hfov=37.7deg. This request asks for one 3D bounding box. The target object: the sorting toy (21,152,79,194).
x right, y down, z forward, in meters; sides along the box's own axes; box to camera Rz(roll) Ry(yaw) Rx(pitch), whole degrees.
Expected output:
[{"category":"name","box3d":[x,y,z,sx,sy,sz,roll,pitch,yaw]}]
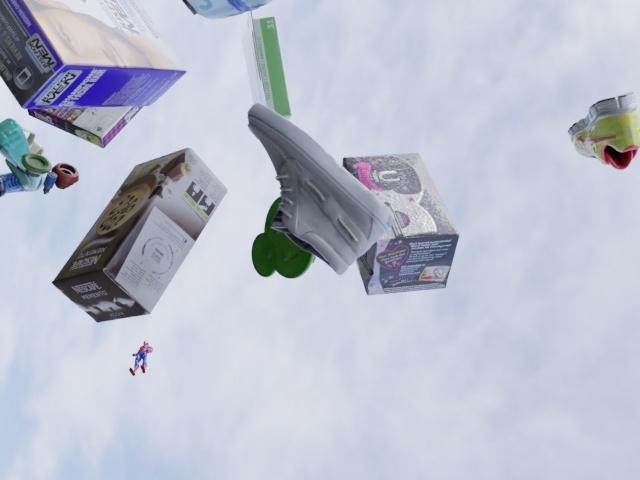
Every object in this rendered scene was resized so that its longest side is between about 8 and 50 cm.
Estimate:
[{"category":"sorting toy","box3d":[-0.462,-0.109,1.593,0.042,0.102,0.061,-58,-149,29]}]

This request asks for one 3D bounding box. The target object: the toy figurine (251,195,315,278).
[{"category":"toy figurine","box3d":[0.000,0.000,1.481,0.173,0.159,0.130,-38,-117,46]}]

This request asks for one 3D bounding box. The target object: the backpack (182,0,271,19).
[{"category":"backpack","box3d":[-0.099,-0.430,1.164,0.273,0.355,0.290,-1,-53,27]}]

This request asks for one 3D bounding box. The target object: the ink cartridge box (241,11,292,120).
[{"category":"ink cartridge box","box3d":[-0.085,-0.280,1.518,0.235,0.056,0.171,155,-74,-80]}]

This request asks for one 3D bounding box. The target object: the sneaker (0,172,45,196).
[{"category":"sneaker","box3d":[-0.702,-0.130,2.138,0.152,0.084,0.058,-1,-75,32]}]

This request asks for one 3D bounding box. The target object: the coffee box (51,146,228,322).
[{"category":"coffee box","box3d":[-0.314,-0.010,1.652,0.168,0.119,0.297,-12,-140,43]}]

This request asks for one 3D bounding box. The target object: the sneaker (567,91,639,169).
[{"category":"sneaker","box3d":[0.424,-0.144,1.387,0.208,0.081,0.094,49,24,-79]}]

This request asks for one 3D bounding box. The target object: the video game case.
[{"category":"video game case","box3d":[-0.518,-0.331,2.156,0.210,0.232,0.042,24,-36,14]}]

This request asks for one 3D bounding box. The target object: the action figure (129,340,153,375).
[{"category":"action figure","box3d":[-0.363,0.234,1.908,0.115,0.038,0.030,-92,162,-70]}]

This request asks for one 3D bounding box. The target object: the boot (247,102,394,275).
[{"category":"boot","box3d":[-0.032,-0.069,1.285,0.258,0.095,0.123,41,-94,12]}]

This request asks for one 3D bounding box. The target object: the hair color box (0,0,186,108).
[{"category":"hair color box","box3d":[-0.370,-0.307,1.449,0.110,0.339,0.185,-37,-96,24]}]

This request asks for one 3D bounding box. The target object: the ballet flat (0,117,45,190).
[{"category":"ballet flat","box3d":[-0.618,-0.181,1.957,0.083,0.087,0.247,40,-15,12]}]

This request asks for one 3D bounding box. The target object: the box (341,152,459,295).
[{"category":"box","box3d":[0.136,-0.037,1.755,0.247,0.163,0.142,-108,-161,-46]}]
